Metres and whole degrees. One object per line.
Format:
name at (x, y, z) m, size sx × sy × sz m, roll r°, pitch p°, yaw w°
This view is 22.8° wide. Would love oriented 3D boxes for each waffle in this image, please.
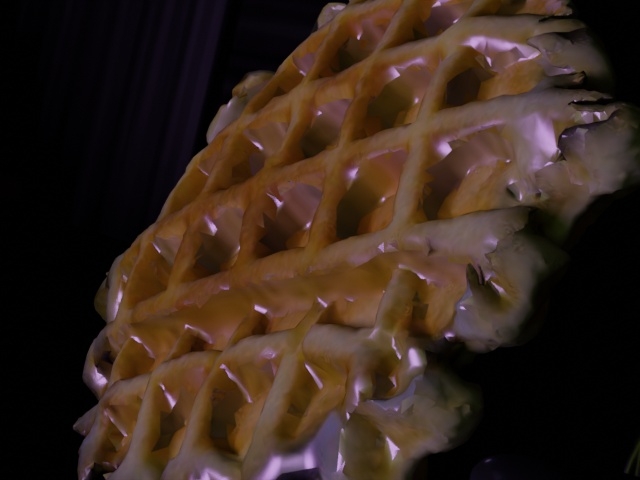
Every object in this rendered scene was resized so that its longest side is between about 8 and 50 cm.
waffle at (0.000, 0.000, 0.462) m, size 0.208 × 0.054 × 0.214 m, roll -47°, pitch 28°, yaw 14°

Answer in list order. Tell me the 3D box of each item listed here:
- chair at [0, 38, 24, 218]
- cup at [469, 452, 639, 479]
chair at (-0.177, -0.107, 0.607) m, size 0.319 × 0.160 × 0.186 m, roll -27°, pitch 61°, yaw 35°
cup at (0.052, 0.139, 0.372) m, size 0.223 × 0.169 × 0.177 m, roll 34°, pitch 101°, yaw 53°
